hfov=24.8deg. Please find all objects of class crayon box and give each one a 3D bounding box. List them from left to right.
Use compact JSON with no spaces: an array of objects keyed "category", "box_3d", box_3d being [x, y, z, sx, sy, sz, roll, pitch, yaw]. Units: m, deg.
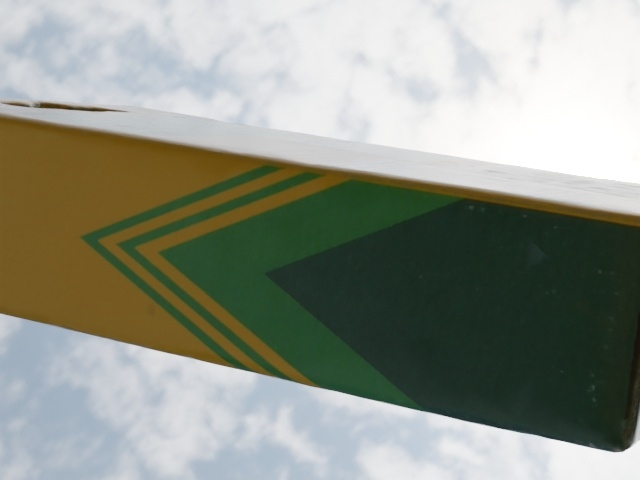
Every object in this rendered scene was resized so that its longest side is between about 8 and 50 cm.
[{"category":"crayon box","box_3d":[0.000,0.000,0.613,0.203,0.323,0.083,-7,-73,-65]}]
